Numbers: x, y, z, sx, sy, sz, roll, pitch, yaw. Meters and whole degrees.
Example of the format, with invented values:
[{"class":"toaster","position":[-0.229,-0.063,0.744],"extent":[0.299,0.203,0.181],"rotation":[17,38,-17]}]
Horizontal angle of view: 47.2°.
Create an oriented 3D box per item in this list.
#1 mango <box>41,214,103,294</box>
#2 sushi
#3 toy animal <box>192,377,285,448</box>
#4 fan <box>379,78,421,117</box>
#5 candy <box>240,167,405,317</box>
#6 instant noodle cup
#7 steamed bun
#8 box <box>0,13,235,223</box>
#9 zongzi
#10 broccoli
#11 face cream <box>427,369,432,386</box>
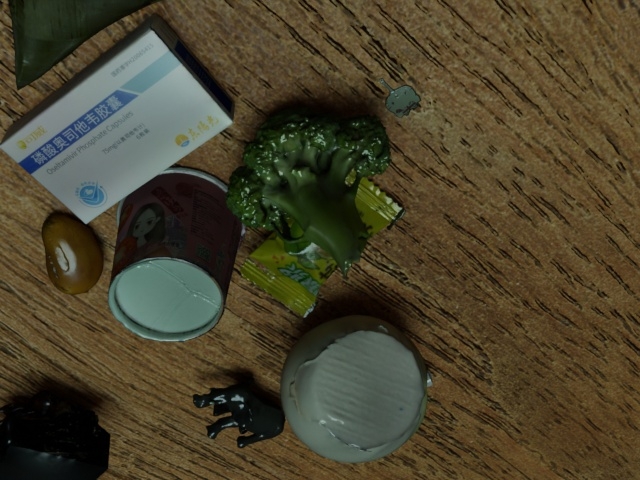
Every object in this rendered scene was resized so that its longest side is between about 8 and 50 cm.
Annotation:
[{"class":"mango","position":[-0.461,0.031,1.360],"extent":[0.105,0.084,0.159],"rotation":[-8,127,-4]},{"class":"sushi","position":[-0.605,0.440,1.585],"extent":[0.215,0.212,0.227],"rotation":[28,124,-31]},{"class":"toy animal","position":[-0.177,0.379,1.635],"extent":[0.146,0.115,0.245],"rotation":[-28,146,24]},{"class":"fan","position":[0.129,-0.245,1.234],"extent":[0.056,0.004,0.083],"rotation":[-37,120,22]},{"class":"candy","position":[0.000,0.000,1.368],"extent":[0.187,0.081,0.297],"rotation":[36,105,-24]},{"class":"instant noodle cup","position":[-0.254,0.033,1.282],"extent":[0.242,0.231,0.243],"rotation":[-1,128,-2]},{"class":"steamed bun","position":[0.057,0.298,1.490],"extent":[0.309,0.309,0.309],"rotation":[-2,127,-2]},{"class":"box","position":[-0.334,-0.190,1.211],"extent":[0.343,0.065,0.200],"rotation":[-30,122,18]},{"class":"zongzi","position":[-0.266,-0.361,1.035],"extent":[0.356,0.174,0.393],"rotation":[3,137,-13]},{"class":"broccoli","position":[0.011,-0.091,1.200],"extent":[0.254,0.302,0.186],"rotation":[-57,157,-10]},{"class":"face cream","position":[0.141,0.344,1.635],"extent":[0.229,0.075,0.075],"rotation":[-23,125,13]}]
